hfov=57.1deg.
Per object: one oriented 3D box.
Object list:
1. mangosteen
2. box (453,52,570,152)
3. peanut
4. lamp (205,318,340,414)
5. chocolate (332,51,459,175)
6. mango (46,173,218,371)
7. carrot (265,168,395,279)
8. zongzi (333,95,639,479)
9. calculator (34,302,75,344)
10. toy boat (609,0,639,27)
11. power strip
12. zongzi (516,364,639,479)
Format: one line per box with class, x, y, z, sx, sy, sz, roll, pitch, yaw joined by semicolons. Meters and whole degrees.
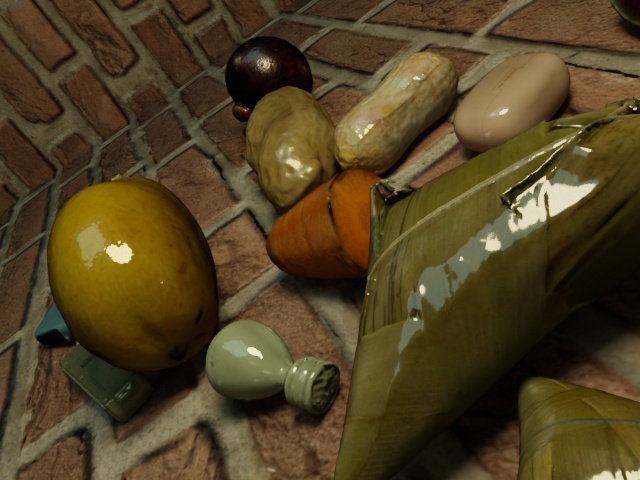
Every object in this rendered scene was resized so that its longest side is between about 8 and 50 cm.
mangosteen;-0.138;-0.377;1.481;0.228;0.228;0.265;13;86;52
box;0.300;-0.217;0.925;0.200;0.088;0.146;-48;33;-19
peanut;-0.059;-0.183;1.157;0.192;0.169;0.387;-35;30;12
lamp;-0.066;0.163;0.744;0.193;0.106;0.106;11;52;40
chocolate;0.141;-0.235;1.067;0.309;0.134;0.134;-44;31;-19
mango;-0.297;0.026;0.957;0.221;0.301;0.445;-35;34;2
carrot;0.000;0.000;0.873;0.225;0.159;0.159;-21;31;42
zongzi;0.210;0.029;0.521;0.447;0.181;0.418;-28;27;37
calculator;-0.484;0.138;1.236;0.293;0.051;0.172;-16;36;31
toy boat;0.553;-0.373;0.891;0.115;0.114;0.262;-3;29;-8
power strip;-0.361;0.227;0.986;0.272;0.052;0.078;10;52;50
zongzi;0.262;0.163;0.440;0.228;0.114;0.256;-7;13;19
